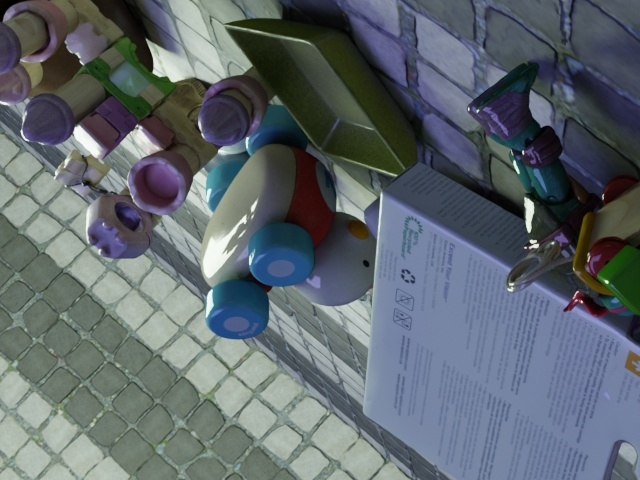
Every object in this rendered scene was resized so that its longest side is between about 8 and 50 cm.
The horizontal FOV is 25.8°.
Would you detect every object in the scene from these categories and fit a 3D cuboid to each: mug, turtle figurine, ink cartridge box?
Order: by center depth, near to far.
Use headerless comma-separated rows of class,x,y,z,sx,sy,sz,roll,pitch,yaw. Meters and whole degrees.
turtle figurine,0.205,-0.026,1.062,0.234,0.118,0.175,51,167,-6
ink cartridge box,0.188,0.130,1.280,0.330,0.071,0.324,32,142,25
mug,0.081,-0.018,1.581,0.064,0.062,0.078,50,161,6

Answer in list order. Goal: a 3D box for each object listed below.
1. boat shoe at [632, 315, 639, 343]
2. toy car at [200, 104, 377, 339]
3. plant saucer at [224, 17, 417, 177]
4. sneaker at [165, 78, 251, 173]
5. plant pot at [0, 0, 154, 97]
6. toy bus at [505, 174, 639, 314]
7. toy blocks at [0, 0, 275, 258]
boat shoe,0.223,0.083,1.358,0.320,0.118,0.103,13,139,58
toy car,0.000,0.000,1.623,0.238,0.219,0.210,17,136,-24
plant saucer,0.010,-0.152,1.388,0.188,0.045,0.188,51,165,-30
sneaker,-0.126,-0.116,1.806,0.282,0.099,0.153,20,152,54
plant pot,-0.320,-0.257,1.771,0.215,0.215,0.230,34,179,37
toy bus,0.237,-0.006,0.828,0.104,0.191,0.202,45,167,-9
toy blocks,-0.246,-0.130,1.477,0.288,0.309,0.260,44,-151,-6
